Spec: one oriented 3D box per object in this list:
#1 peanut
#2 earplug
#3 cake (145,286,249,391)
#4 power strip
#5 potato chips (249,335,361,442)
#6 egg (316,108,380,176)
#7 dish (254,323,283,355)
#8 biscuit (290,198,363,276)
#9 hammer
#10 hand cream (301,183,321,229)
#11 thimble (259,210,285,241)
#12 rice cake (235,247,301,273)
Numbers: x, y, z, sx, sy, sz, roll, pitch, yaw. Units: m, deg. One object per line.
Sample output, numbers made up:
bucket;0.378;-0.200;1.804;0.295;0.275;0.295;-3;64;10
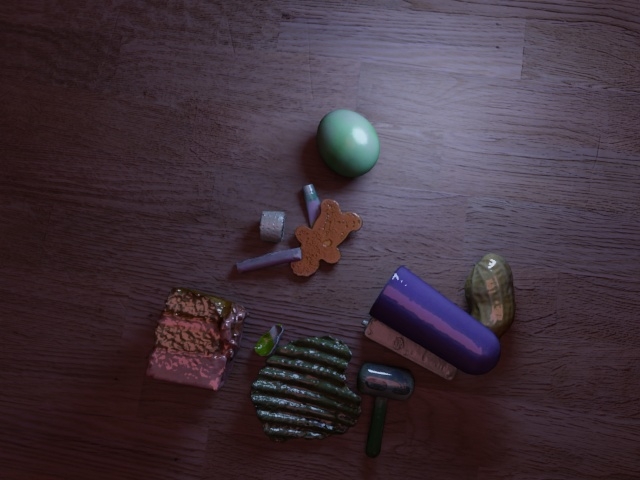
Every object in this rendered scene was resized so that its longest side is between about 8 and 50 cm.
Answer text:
peanut;0.623;0.217;1.737;0.174;0.158;0.340;-5;85;-16
earplug;0.410;0.297;1.668;0.456;0.215;0.215;34;85;14
cake;-0.421;0.339;1.671;0.293;0.314;0.306;14;82;1
power strip;0.325;0.390;1.768;0.385;0.062;0.091;27;84;4
potato chips;-0.055;0.549;1.737;0.389;0.097;0.373;-12;83;2
egg;0.101;-0.366;1.788;0.220;0.220;0.269;-34;82;-3
dish;-0.181;0.379;1.788;0.091;0.039;0.137;15;59;45
biscuit;0.001;0.001;1.826;0.205;0.049;0.324;33;90;4
hammer;0.216;0.617;1.726;0.206;0.119;0.335;10;90;3
hand cream;-0.025;-0.131;1.855;0.076;0.047;0.174;-17;92;0
thimble;-0.181;-0.053;1.814;0.090;0.102;0.115;5;108;2
rice cake;-0.196;0.077;1.806;0.270;0.049;0.055;-12;99;10
